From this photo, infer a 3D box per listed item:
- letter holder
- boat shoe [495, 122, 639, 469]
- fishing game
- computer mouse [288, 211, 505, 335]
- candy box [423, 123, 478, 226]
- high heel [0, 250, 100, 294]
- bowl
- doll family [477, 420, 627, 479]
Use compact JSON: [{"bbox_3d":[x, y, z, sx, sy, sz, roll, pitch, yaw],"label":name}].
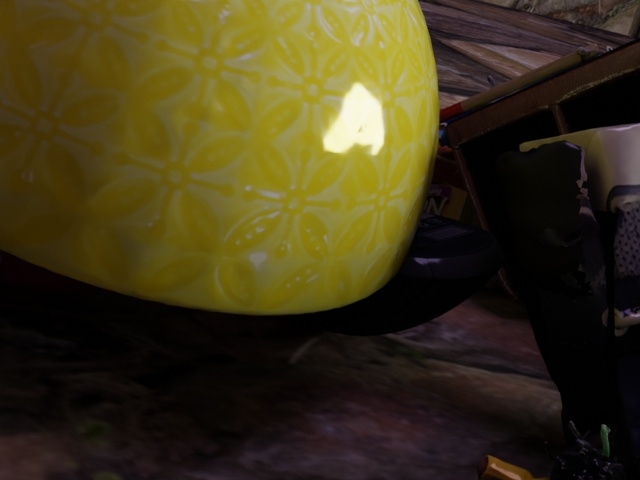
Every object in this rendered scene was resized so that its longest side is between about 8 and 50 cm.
[{"bbox_3d":[0.249,-0.007,0.793,0.152,0.215,0.301,-22,-8,36],"label":"letter holder"},{"bbox_3d":[0.251,0.010,0.585,0.340,0.158,0.127,-8,2,-14],"label":"boat shoe"},{"bbox_3d":[0.167,-0.110,0.841,0.189,0.041,0.264,-21,-6,29],"label":"fishing game"},{"bbox_3d":[0.000,0.000,0.680,0.262,0.060,0.184,13,17,33],"label":"computer mouse"},{"bbox_3d":[0.111,-0.058,0.963,0.109,0.053,0.186,24,18,27],"label":"candy box"},{"bbox_3d":[-0.162,-0.084,0.683,0.181,0.127,0.377,7,31,-15],"label":"high heel"},{"bbox_3d":[-0.061,-0.117,0.511,0.289,0.156,0.289,21,27,-11],"label":"bowl"},{"bbox_3d":[0.106,0.117,0.392,0.193,0.076,0.111,31,18,26],"label":"doll family"}]
